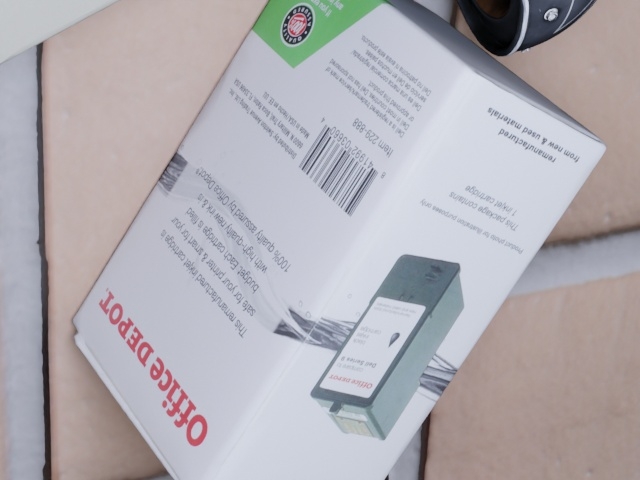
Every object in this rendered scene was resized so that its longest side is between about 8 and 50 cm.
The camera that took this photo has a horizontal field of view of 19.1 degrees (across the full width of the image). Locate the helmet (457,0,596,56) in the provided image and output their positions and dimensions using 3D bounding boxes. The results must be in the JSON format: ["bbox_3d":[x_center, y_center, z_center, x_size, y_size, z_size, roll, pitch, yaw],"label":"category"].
[{"bbox_3d":[0.101,-0.198,1.107,0.162,0.169,0.169,17,108,-18],"label":"helmet"}]

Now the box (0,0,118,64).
[{"bbox_3d":[-0.109,-0.201,1.024,0.275,0.113,0.094,-30,127,-12],"label":"box"}]

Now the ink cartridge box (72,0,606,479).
[{"bbox_3d":[0.000,0.000,1.135,0.121,0.211,0.289,24,105,-38],"label":"ink cartridge box"}]
